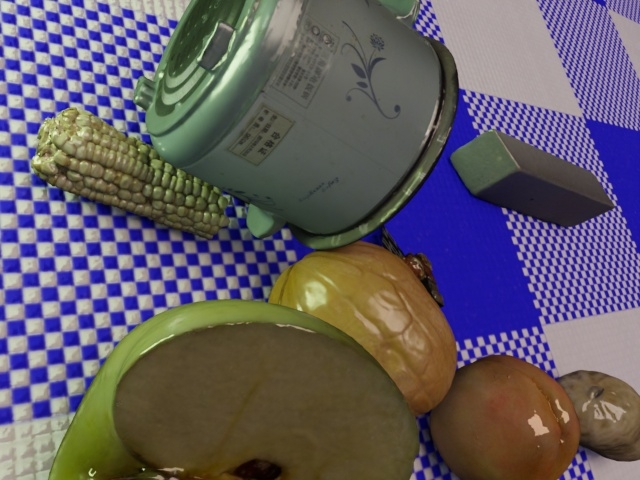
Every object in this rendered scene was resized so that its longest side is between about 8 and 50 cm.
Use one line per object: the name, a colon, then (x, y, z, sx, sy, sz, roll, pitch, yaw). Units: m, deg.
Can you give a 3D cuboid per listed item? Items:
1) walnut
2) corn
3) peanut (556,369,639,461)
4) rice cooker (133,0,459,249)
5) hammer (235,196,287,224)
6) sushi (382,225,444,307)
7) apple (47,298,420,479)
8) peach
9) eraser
walnut: (0.046, 0.106, 0.631, 0.226, 0.193, 0.193, 43, 49, 0)
corn: (-0.201, -0.070, 0.610, 0.211, 0.087, 0.086, 24, 56, -31)
peanut: (0.470, 0.287, 0.910, 0.225, 0.129, 0.129, 27, 55, -27)
rice cooker: (-0.012, -0.144, 0.580, 0.317, 0.316, 0.264, 16, 16, -31)
hammer: (0.000, 0.000, 0.763, 0.292, 0.029, 0.058, 29, 52, -21)
sushi: (0.136, 0.038, 0.768, 0.139, 0.031, 0.201, 54, 12, -6)
apple: (-0.079, 0.200, 0.463, 0.258, 0.234, 0.294, 23, 72, -34)
peach: (0.243, 0.242, 0.730, 0.184, 0.184, 0.184, 16, 60, -31)
eraser: (0.409, -0.110, 1.063, 0.353, 0.111, 0.077, 13, 60, -32)
